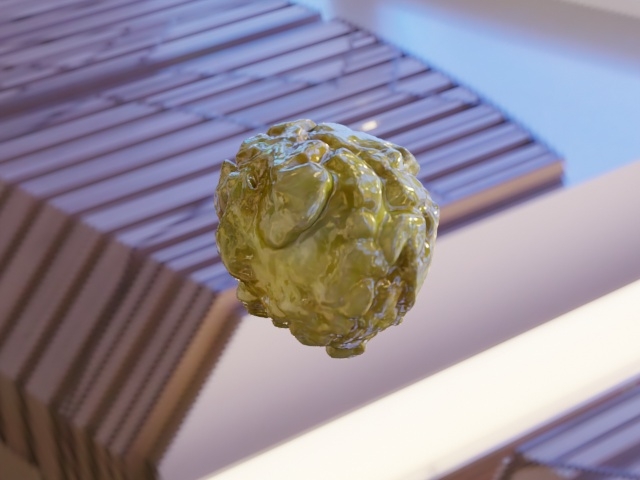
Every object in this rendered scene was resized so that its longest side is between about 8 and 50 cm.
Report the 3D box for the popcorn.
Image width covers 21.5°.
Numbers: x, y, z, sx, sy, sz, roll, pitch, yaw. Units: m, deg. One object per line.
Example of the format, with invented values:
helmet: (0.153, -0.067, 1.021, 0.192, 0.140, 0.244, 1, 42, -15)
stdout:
popcorn: (0.000, 0.000, 0.786, 0.121, 0.116, 0.106, 31, -54, 41)
